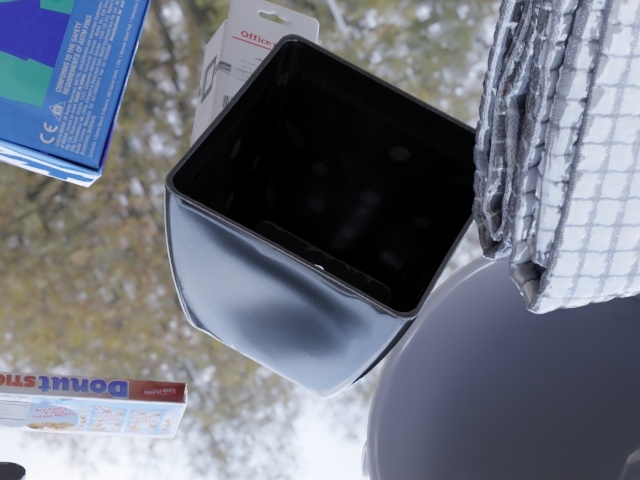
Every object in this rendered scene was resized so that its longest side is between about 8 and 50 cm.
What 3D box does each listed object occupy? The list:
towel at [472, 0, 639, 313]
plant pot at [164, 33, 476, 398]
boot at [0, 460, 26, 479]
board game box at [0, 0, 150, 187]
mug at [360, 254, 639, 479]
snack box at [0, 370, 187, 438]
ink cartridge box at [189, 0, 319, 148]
[{"bbox_3d":[0.213,-0.110,0.855,0.235,0.283,0.121,-6,-145,-17],"label":"towel"},{"bbox_3d":[0.000,0.000,1.121,0.187,0.188,0.167,-55,170,-40],"label":"plant pot"},{"bbox_3d":[-0.440,0.322,1.770,0.219,0.106,0.082,-6,-159,-15],"label":"boot"},{"bbox_3d":[-0.158,-0.126,0.551,0.047,0.210,0.160,163,-56,-75],"label":"board game box"},{"bbox_3d":[0.205,0.192,1.296,0.374,0.328,0.276,-11,-120,38],"label":"mug"},{"bbox_3d":[-0.197,0.129,1.223,0.178,0.064,0.022,5,-124,-14],"label":"snack box"},{"bbox_3d":[-0.065,-0.151,1.573,0.060,0.104,0.180,136,-34,-55],"label":"ink cartridge box"}]
